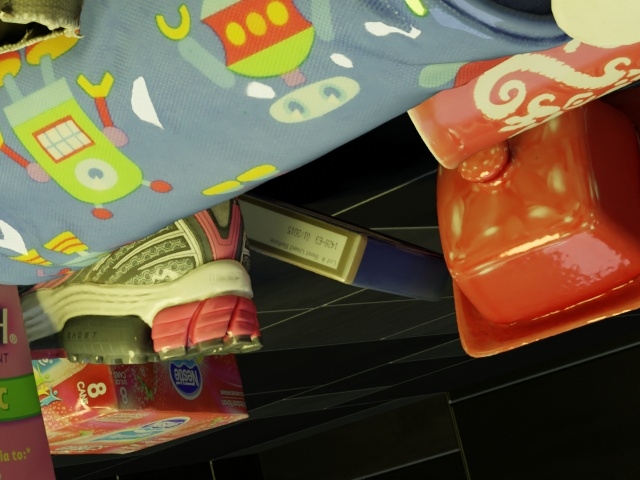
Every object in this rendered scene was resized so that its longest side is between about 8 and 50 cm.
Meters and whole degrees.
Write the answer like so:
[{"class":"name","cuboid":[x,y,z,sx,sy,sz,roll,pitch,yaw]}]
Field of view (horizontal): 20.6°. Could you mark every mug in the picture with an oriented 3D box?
[{"class":"mug","cuboid":[0.107,-0.123,0.707,0.169,0.150,0.113,-21,132,14]}]

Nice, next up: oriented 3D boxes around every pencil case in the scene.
[{"class":"pencil case","cuboid":[-0.043,-0.079,0.624,0.133,0.119,0.306,42,139,-23]}]

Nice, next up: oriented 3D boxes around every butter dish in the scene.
[{"class":"butter dish","cuboid":[0.128,-0.030,1.101,0.159,0.160,0.118,-21,144,29]}]

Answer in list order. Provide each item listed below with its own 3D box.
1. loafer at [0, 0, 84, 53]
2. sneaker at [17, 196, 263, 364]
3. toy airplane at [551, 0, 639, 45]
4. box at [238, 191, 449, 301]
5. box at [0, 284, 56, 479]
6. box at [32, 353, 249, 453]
[{"class":"loafer","cuboid":[-0.172,-0.068,0.598,0.251,0.087,0.094,-22,166,38]},{"class":"sneaker","cuboid":[-0.140,0.015,1.047,0.120,0.112,0.299,-3,178,-44]},{"class":"toy airplane","cuboid":[0.234,-0.141,0.413,0.384,0.272,0.386,36,153,-25]},{"class":"box","cuboid":[0.000,0.000,1.138,0.136,0.037,0.225,19,-177,22]},{"class":"box","cuboid":[-0.257,0.095,0.919,0.117,0.243,0.213,-21,167,30]},{"class":"box","cuboid":[-0.160,0.083,1.292,0.122,0.128,0.257,-16,168,16]}]
